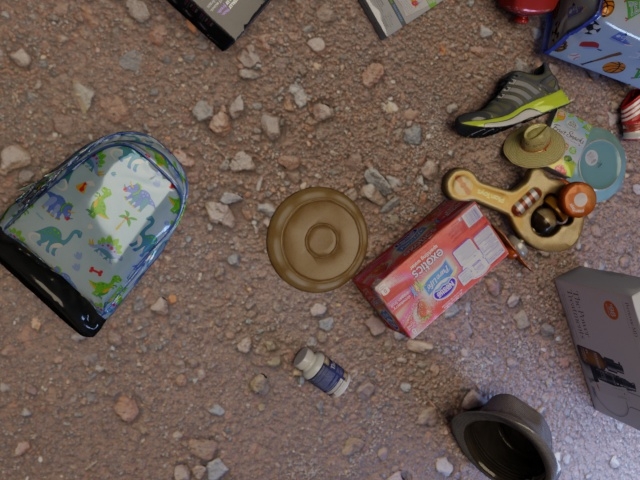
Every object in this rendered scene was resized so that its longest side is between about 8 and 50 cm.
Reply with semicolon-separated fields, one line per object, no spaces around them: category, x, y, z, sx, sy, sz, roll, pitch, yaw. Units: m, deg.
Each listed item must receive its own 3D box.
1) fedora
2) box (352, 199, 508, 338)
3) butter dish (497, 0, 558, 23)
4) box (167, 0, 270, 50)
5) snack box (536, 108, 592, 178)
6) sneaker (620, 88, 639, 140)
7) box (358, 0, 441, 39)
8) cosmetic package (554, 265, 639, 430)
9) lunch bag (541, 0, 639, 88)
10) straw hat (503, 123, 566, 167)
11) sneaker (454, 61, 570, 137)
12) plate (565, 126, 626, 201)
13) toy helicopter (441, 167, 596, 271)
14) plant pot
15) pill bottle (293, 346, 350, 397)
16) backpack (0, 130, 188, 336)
fedora;0.446;0.456;1.649;0.275;0.243;0.124;53;49;-12
box;0.244;0.058;1.571;0.300;0.142;0.154;-40;104;-11
butter dish;0.470;-0.556;1.616;0.160;0.160;0.118;-4;120;-14
box;-0.229;-0.529;1.377;0.270;0.143;0.165;41;83;-17
snack box;0.583;-0.234;1.709;0.100;0.037;0.141;24;86;-10
sneaker;0.854;-0.331;1.772;0.221;0.087;0.128;-15;100;-17
box;0.176;-0.555;1.562;0.186;0.038;0.145;-36;104;-14
cosmetic package;0.721;0.262;1.666;0.097;0.284;0.377;-23;100;-15
lunch bag;0.721;-0.597;1.640;0.327;0.239;0.386;16;73;-18
straw hat;0.499;-0.237;1.635;0.144;0.144;0.061;-34;146;-13
sneaker;0.431;-0.322;1.637;0.299;0.111;0.121;-21;90;-21
plate;0.691;-0.188;1.761;0.188;0.024;0.188;-2;95;-18
toy helicopter;0.445;-0.068;1.657;0.354;0.140;0.235;19;97;-7
plant pot;0.000;0.000;1.547;0.236;0.032;0.237;-1;94;-19
pill bottle;0.002;0.287;1.549;0.120;0.067;0.067;38;82;-17
backpack;-0.405;-0.040;1.320;0.290;0.273;0.355;46;68;-9
